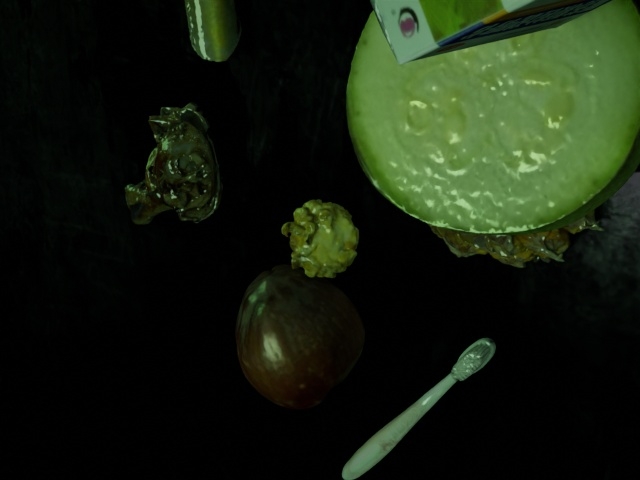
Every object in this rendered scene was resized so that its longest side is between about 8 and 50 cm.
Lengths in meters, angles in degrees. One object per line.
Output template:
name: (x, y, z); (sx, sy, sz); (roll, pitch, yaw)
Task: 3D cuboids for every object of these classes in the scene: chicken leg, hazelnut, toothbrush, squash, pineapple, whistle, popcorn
chicken leg: (-0.170, -0.071, 1.315); (0.125, 0.080, 0.196); (57, 145, 23)
hazelnut: (-0.027, 0.097, 1.188); (0.143, 0.154, 0.143); (4, 116, 9)
toothbrush: (0.093, 0.189, 1.197); (0.025, 0.029, 0.307); (47, 135, 9)
squash: (0.143, -0.127, 0.917); (0.252, 0.049, 0.252); (-2, 85, 25)
pineapple: (0.146, -0.065, 1.000); (0.225, 0.076, 0.225); (20, 122, 36)
whistle: (-0.127, -0.346, 1.156); (0.068, 0.057, 0.326); (-101, 2, -73)
popcorn: (0.000, 0.000, 1.171); (0.082, 0.083, 0.057); (52, 168, -17)

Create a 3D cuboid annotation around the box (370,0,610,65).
box: (0.193, -0.218, 0.688); (0.299, 0.200, 0.106); (-19, 92, 45)
